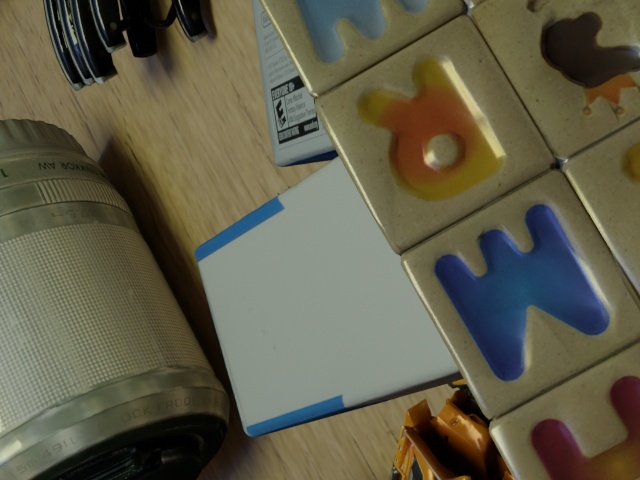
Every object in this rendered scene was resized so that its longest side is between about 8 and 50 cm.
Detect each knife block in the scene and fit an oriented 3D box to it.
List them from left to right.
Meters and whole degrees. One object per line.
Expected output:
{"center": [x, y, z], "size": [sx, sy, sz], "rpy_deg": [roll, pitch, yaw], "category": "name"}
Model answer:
{"center": [-0.164, -0.252, 0.832], "size": [0.276, 0.088, 0.242], "rpy_deg": [50, 137, 30], "category": "knife block"}

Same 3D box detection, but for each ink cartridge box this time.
{"center": [0.076, 0.006, 0.501], "size": [0.148, 0.203, 0.086], "rpy_deg": [-30, 76, 53], "category": "ink cartridge box"}

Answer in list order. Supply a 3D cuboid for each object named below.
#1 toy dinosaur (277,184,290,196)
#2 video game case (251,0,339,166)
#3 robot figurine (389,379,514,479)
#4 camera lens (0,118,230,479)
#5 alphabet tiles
{"center": [0.000, 0.000, 0.760], "size": [0.082, 0.047, 0.090], "rpy_deg": [39, 165, 28], "category": "toy dinosaur"}
{"center": [0.027, -0.168, 0.550], "size": [0.269, 0.061, 0.244], "rpy_deg": [175, 86, -71], "category": "video game case"}
{"center": [0.127, 0.181, 0.592], "size": [0.291, 0.085, 0.211], "rpy_deg": [39, 132, 40], "category": "robot figurine"}
{"center": [-0.210, 0.079, 0.899], "size": [0.274, 0.219, 0.219], "rpy_deg": [59, 142, 21], "category": "camera lens"}
{"center": [0.146, -0.065, 0.364], "size": [0.343, 0.285, 0.011], "rpy_deg": [62, -174, 14], "category": "alphabet tiles"}
